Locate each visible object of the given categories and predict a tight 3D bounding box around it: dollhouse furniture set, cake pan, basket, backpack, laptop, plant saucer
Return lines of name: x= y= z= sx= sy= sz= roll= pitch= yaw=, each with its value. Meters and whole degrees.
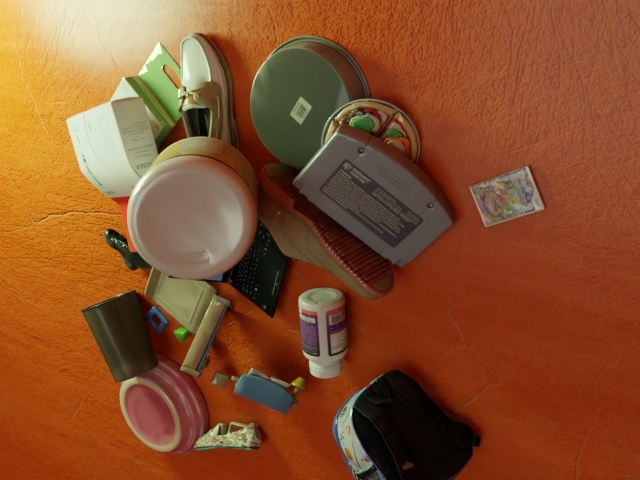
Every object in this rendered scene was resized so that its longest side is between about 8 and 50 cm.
dollhouse furniture set: x=-0.180 y=0.306 z=1.704 sx=0.303 sy=0.198 sz=0.286 roll=25 pitch=165 yaw=-4
cake pan: x=-0.032 y=-0.282 z=1.396 sx=0.293 sy=0.054 sz=0.293 roll=12 pitch=114 yaw=28
basket: x=-0.560 y=0.272 z=1.859 sx=0.154 sy=0.204 sz=0.226 roll=-20 pitch=93 yaw=-2
backpack: x=0.164 y=0.431 z=1.435 sx=0.263 sy=0.276 sz=0.213 roll=57 pitch=140 yaw=6
laptop: x=-0.223 y=0.045 z=1.591 sx=0.264 sy=0.137 sz=0.234 roll=35 pitch=124 yaw=30
plant saucer: x=-0.489 y=0.507 z=1.980 sx=0.332 sy=0.084 sz=0.332 roll=12 pitch=113 yaw=29

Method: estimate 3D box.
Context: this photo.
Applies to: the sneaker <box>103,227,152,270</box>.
sneaker: x=-0.531 y=0.019 z=1.842 sx=0.089 sy=0.051 sz=0.170 roll=-37 pitch=91 yaw=37

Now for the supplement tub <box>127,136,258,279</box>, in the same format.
supplement tub: x=-0.249 y=-0.082 z=1.348 sx=0.241 sy=0.331 sz=0.241 roll=-2 pitch=108 yaw=-5

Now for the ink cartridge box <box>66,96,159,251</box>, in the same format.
ink cartridge box: x=-0.495 y=-0.143 z=1.638 sx=0.308 sy=0.091 sz=0.384 roll=1 pitch=106 yaw=50

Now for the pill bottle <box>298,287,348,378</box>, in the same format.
pill bottle: x=0.009 y=0.217 z=1.528 sx=0.108 sy=0.108 sz=0.193 roll=8 pitch=112 yaw=31

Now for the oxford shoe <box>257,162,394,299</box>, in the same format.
oxford shoe: x=0.000 y=0.000 z=1.443 sx=0.397 sy=0.140 sz=0.146 roll=47 pitch=130 yaw=22

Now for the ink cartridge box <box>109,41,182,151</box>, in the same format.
ink cartridge box: x=-0.422 y=-0.345 z=1.627 sx=0.171 sy=0.056 sz=0.235 roll=52 pitch=129 yaw=7

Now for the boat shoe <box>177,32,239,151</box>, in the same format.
boat shoe: x=-0.267 y=-0.321 z=1.502 sx=0.113 sy=0.103 sz=0.302 roll=-6 pitch=104 yaw=34

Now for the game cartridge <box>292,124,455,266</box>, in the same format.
game cartridge: x=0.114 y=-0.091 z=1.323 sx=0.297 sy=0.062 sz=0.198 roll=38 pitch=122 yaw=-9

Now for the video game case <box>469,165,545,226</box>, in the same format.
video game case: x=0.354 y=-0.082 z=1.248 sx=0.122 sy=0.011 sz=0.087 roll=-19 pitch=97 yaw=36

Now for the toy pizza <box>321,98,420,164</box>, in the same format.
toy pizza: x=0.099 y=-0.185 z=1.320 sx=0.201 sy=0.032 sz=0.201 roll=6 pitch=121 yaw=10

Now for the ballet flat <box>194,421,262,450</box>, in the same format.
ballet flat: x=-0.260 y=0.557 z=1.865 sx=0.241 sy=0.091 sz=0.077 roll=-12 pitch=71 yaw=32

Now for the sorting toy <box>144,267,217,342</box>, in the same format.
sorting toy: x=-0.375 y=0.133 z=1.787 sx=0.196 sy=0.047 sz=0.347 roll=35 pitch=124 yaw=12
